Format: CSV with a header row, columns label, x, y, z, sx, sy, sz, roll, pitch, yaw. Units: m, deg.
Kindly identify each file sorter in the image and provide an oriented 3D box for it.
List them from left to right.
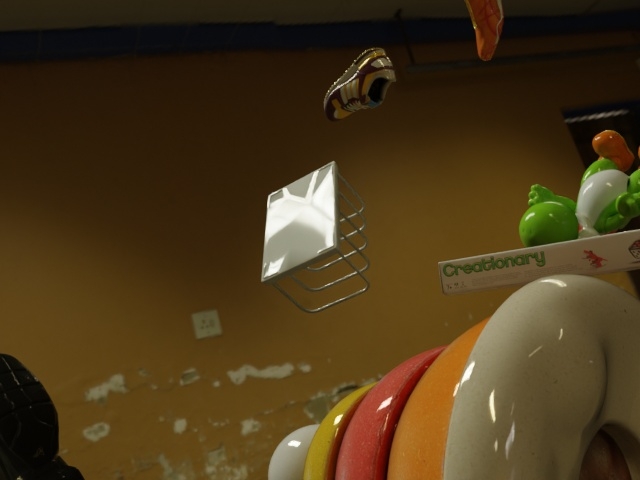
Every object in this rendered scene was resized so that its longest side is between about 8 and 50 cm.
label,x,y,z,sx,sy,sz,roll,pitch,yaw
file sorter,0.000,0.000,1.523,0.193,0.277,0.173,-26,-50,24

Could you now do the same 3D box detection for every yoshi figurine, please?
label,x,y,z,sx,sy,sz,roll,pitch,yaw
yoshi figurine,0.521,-0.072,1.306,0.362,0.203,0.203,-50,-9,-12

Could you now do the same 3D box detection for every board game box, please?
label,x,y,z,sx,sy,sz,roll,pitch,yaw
board game box,0.346,0.031,0.960,0.305,0.053,0.193,-11,-6,26

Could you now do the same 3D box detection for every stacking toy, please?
label,x,y,z,sx,sy,sz,roll,pitch,yaw
stacking toy,0.093,0.237,0.649,0.350,0.350,0.480,-6,-8,-41

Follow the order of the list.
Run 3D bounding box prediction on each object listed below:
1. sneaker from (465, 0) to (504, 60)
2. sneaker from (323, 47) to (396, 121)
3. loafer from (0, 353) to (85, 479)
label,x,y,z,sx,sy,sz,roll,pitch,yaw
sneaker,0.239,-0.359,0.996,0.067,0.175,0.064,-4,14,2
sneaker,0.071,-0.272,1.256,0.069,0.084,0.185,-3,-30,-36
loafer,-0.249,0.176,0.547,0.061,0.170,0.062,-35,-16,27
